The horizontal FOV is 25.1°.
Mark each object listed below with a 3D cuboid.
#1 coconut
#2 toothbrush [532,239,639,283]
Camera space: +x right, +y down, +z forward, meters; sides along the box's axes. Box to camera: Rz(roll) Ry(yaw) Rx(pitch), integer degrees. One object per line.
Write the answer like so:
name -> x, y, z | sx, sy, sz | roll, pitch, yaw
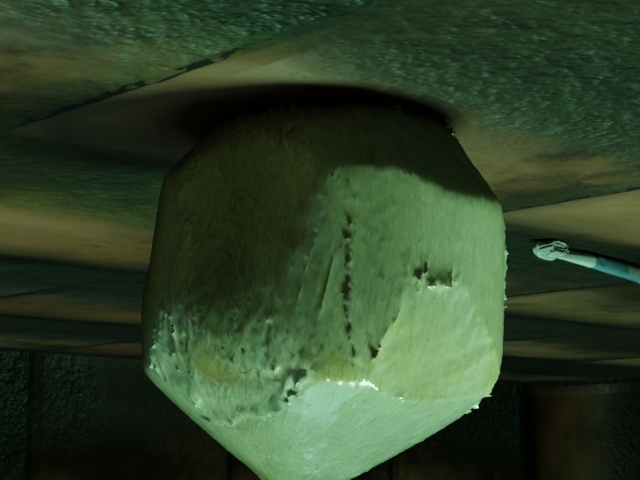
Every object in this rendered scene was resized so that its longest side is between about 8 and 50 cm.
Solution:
coconut -> 0.003, 0.043, 0.959 | 0.244, 0.247, 0.245 | 1, 170, 0
toothbrush -> 0.305, 0.024, 1.560 | 0.025, 0.019, 0.275 | -16, 163, 34
